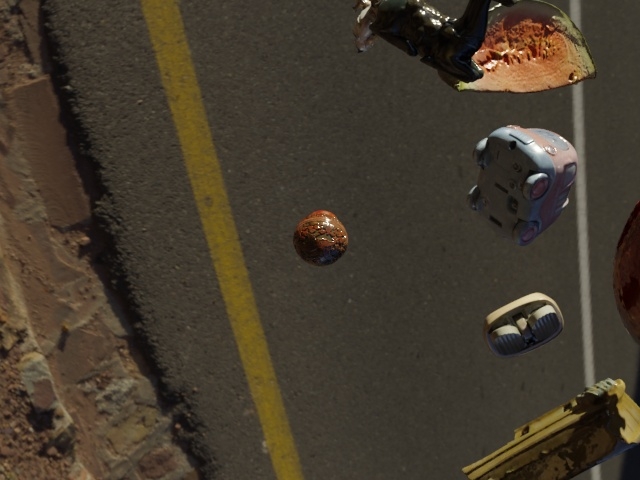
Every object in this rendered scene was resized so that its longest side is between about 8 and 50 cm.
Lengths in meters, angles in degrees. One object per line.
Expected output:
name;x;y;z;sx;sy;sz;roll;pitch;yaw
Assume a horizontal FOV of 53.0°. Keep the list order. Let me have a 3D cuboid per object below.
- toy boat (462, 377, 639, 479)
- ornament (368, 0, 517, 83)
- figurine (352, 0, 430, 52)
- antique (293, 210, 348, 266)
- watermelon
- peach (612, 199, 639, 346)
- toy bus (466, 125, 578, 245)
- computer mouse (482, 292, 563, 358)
toy boat;0.485;0.436;1.376;0.136;0.445;0.162;45;30;-2
ornament;0.196;-0.378;0.930;0.080;0.202;0.236;-35;154;-53
figurine;0.129;-0.433;1.161;0.111;0.229;0.138;9;59;-26
antique;0.000;0.000;1.152;0.104;0.104;0.104;-8;102;-41
watermelon;0.334;-0.349;1.104;0.303;0.159;0.129;-9;137;-23
peach;0.646;0.017;0.997;0.352;0.339;0.417;17;117;-9
toy bus;0.512;-0.146;1.568;0.231;0.197;0.294;-21;132;-22
computer mouse;0.372;0.163;1.179;0.082;0.145;0.236;66;9;20
